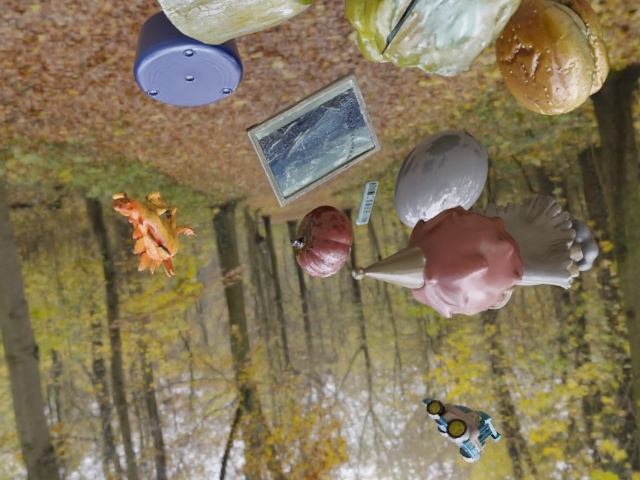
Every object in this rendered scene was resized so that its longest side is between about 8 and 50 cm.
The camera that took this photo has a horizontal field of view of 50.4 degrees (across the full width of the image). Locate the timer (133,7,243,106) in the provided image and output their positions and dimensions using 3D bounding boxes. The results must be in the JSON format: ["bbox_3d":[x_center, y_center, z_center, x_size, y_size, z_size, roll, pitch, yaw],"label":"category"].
[{"bbox_3d":[-0.349,-0.571,1.754,0.270,0.384,0.270,-7,159,-3],"label":"timer"}]

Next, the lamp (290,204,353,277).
[{"bbox_3d":[0.000,0.000,1.690,0.140,0.182,0.182,17,170,-26],"label":"lamp"}]

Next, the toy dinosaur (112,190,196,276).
[{"bbox_3d":[-0.248,-0.002,1.038,0.070,0.117,0.288,-7,166,6],"label":"toy dinosaur"}]

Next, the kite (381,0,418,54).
[{"bbox_3d":[0.187,-0.421,0.970,0.014,0.368,0.406,33,-173,-5],"label":"kite"}]

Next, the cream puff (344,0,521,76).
[{"bbox_3d":[0.216,-0.513,1.365,0.378,0.276,0.378,-15,150,-9],"label":"cream puff"}]

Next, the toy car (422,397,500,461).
[{"bbox_3d":[0.308,0.397,1.497,0.098,0.126,0.161,-37,-141,-6],"label":"toy car"}]

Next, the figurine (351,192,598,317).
[{"bbox_3d":[0.222,0.033,0.941,0.386,0.166,0.207,-13,-142,-31],"label":"figurine"}]

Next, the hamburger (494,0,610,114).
[{"bbox_3d":[0.569,-0.462,1.703,0.170,0.314,0.290,-28,-163,-14],"label":"hamburger"}]

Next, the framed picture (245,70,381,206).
[{"bbox_3d":[-0.011,-0.272,1.840,0.335,0.247,0.022,-31,-147,-11],"label":"framed picture"}]

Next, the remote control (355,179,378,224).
[{"bbox_3d":[0.125,-0.103,1.835,0.017,0.125,0.053,24,-162,32],"label":"remote control"}]

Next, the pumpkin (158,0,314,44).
[{"bbox_3d":[-0.115,-0.472,1.030,0.199,0.333,0.332,-2,-178,16],"label":"pumpkin"}]

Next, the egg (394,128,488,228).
[{"bbox_3d":[0.254,-0.126,1.460,0.176,0.232,0.176,34,178,2],"label":"egg"}]
